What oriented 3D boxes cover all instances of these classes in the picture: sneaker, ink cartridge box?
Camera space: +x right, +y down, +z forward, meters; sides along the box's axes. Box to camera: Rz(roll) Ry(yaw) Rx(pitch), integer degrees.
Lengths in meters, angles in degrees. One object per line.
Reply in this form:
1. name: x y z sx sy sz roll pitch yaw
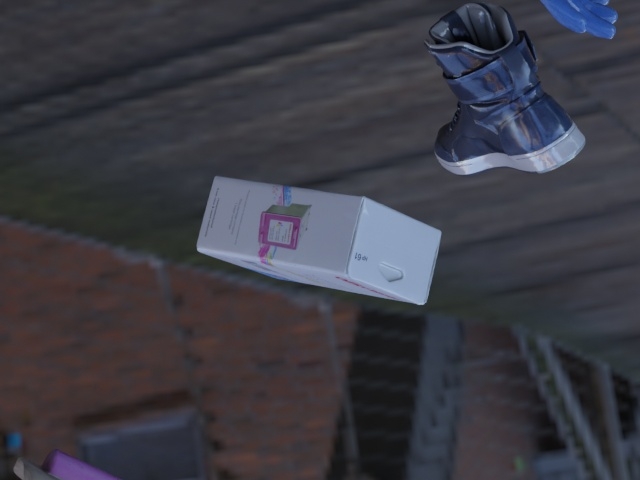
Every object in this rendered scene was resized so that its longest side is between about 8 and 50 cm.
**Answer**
1. sneaker: 0.146 -0.145 1.846 0.086 0.163 0.226 -41 -164 -19
2. ink cartridge box: 0.000 0.000 1.203 0.122 0.052 0.088 11 173 38

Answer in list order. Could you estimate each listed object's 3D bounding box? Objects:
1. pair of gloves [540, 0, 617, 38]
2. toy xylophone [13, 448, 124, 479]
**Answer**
1. pair of gloves: 0.179 -0.249 1.596 0.159 0.198 0.023 35 122 -24
2. toy xylophone: -0.109 0.266 0.862 0.236 0.322 0.081 35 157 -13
